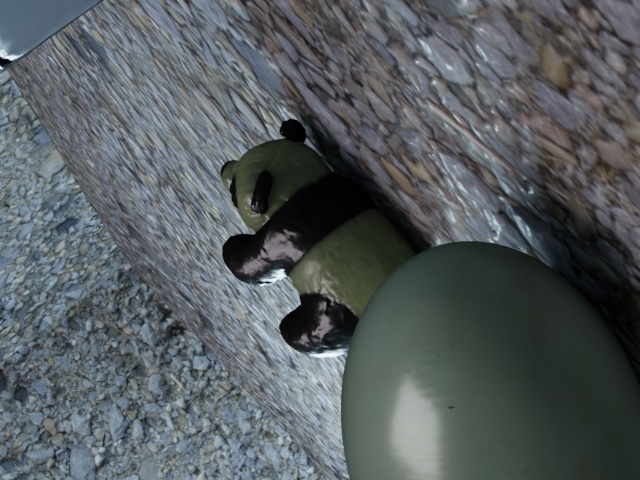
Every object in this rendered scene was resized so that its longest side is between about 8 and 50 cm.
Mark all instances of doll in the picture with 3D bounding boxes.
[{"bbox_3d":[0.002,0.001,1.248,0.234,0.143,0.135,49,144,12],"label":"doll"}]

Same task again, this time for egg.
[{"bbox_3d":[0.131,0.147,0.976,0.230,0.230,0.371,40,158,40],"label":"egg"}]

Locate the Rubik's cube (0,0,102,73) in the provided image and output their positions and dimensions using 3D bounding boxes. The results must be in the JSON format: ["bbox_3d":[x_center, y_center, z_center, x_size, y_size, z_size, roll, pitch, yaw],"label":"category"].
[{"bbox_3d":[-0.296,-0.323,0.828,0.362,0.363,0.359,47,169,21],"label":"Rubik's cube"}]
